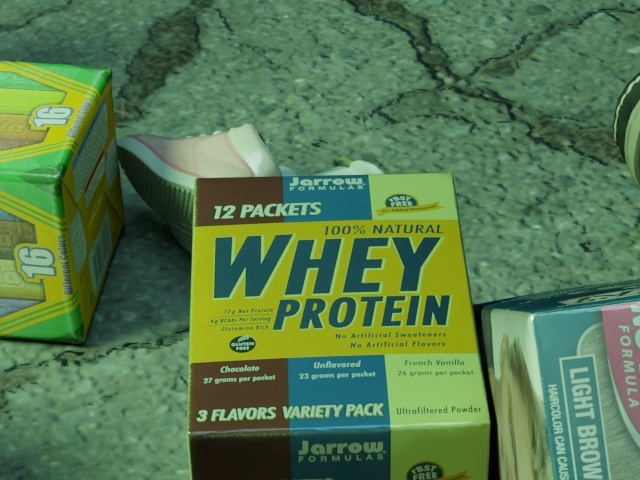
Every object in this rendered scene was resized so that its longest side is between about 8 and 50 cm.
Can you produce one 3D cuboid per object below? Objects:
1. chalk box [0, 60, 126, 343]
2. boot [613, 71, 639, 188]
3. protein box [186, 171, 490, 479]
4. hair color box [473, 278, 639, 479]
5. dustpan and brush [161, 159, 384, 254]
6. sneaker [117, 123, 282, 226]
[{"bbox_3d":[-0.242,-0.030,1.216,0.213,0.132,0.132,4,37,7],"label":"chalk box"},{"bbox_3d":[0.310,-0.151,1.356,0.377,0.138,0.284,-15,40,-23],"label":"boot"},{"bbox_3d":[0.007,0.102,0.977,0.136,0.201,0.200,-2,37,-1],"label":"protein box"},{"bbox_3d":[0.132,0.105,0.842,0.105,0.174,0.347,-7,-2,0],"label":"hair color box"},{"bbox_3d":[0.000,0.000,1.228,0.147,0.060,0.211,-17,40,-20],"label":"dustpan and brush"},{"bbox_3d":[-0.075,-0.047,1.248,0.070,0.051,0.134,-36,35,-22],"label":"sneaker"}]
